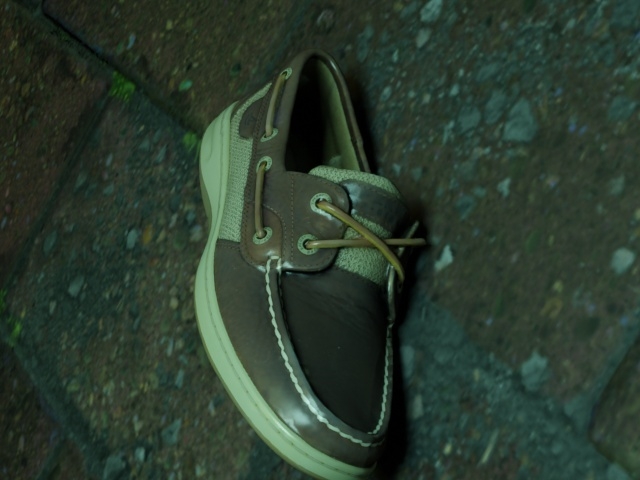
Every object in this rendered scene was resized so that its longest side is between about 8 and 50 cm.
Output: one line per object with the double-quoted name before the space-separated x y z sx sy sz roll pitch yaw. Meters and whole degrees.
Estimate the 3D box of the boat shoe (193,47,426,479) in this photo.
"boat shoe" 0.000 0.000 1.038 0.123 0.123 0.342 -45 32 29
